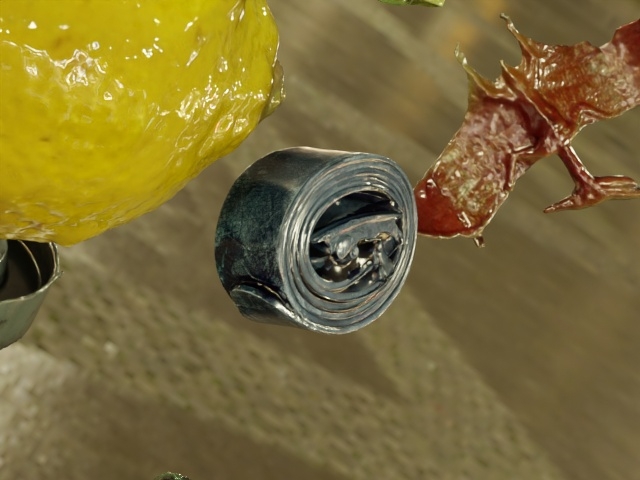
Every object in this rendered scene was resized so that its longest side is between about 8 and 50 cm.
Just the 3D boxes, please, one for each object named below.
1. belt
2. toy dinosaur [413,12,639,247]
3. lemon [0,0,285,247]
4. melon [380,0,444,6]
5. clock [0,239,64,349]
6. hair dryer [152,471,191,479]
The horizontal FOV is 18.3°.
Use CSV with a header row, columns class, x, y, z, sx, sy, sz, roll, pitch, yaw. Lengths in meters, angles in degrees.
class,x,y,z,sx,sy,sz,roll,pitch,yaw
belt,0.000,0.000,1.549,0.082,0.141,0.190,6,11,36
toy dinosaur,0.197,-0.105,1.780,0.327,0.206,0.113,-11,4,-12
lemon,-0.208,-0.163,1.419,0.387,0.349,0.350,15,19,-19
melon,0.060,-0.187,1.251,0.118,0.064,0.209,19,-1,-27
clock,-0.379,-0.004,1.721,0.313,0.061,0.312,21,20,-8
hair dryer,-0.110,0.240,1.173,0.100,0.197,0.057,46,-29,-18
